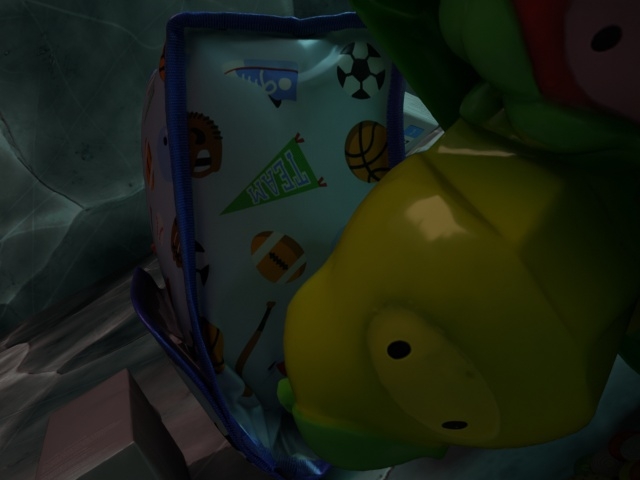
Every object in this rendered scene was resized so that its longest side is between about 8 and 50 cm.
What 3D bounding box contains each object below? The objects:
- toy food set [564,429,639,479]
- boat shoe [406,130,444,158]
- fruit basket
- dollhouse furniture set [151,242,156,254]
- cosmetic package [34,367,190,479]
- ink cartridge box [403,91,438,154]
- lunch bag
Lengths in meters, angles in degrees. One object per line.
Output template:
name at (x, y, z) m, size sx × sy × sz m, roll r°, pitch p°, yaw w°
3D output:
toy food set at (0.185, 0.142, 0.487) m, size 0.083 × 0.020 × 0.083 m, roll -15°, pitch 18°, yaw 49°
boat shoe at (0.179, -0.096, 1.308) m, size 0.302 × 0.113 × 0.103 m, roll -39°, pitch -5°, yaw -32°
fruit basket at (0.144, -0.011, 0.429) m, size 0.392 × 0.392 × 0.283 m, roll -33°, pitch 13°, yaw -20°
dollhouse furniture set at (0.000, 0.000, 1.054) m, size 0.374 × 0.201 × 0.152 m, roll -25°, pitch 10°, yaw 13°
cosmetic package at (-0.185, 0.218, 0.752) m, size 0.107 × 0.127 × 0.238 m, roll -32°, pitch 11°, yaw -12°
ink cartridge box at (0.008, -0.122, 1.172) m, size 0.261 × 0.066 × 0.296 m, roll -41°, pitch -18°, yaw 22°
lunch bag at (-0.063, 0.002, 0.789) m, size 0.239 × 0.385 × 0.328 m, roll -4°, pitch 6°, yaw -13°
